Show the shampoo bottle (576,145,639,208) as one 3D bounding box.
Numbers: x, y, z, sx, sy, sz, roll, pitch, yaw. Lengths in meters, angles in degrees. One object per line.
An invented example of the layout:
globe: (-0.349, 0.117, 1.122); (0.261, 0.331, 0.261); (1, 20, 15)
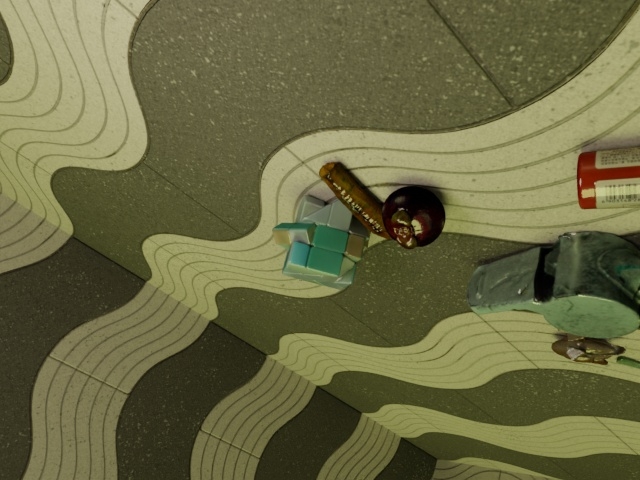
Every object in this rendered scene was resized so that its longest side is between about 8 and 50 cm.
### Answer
shampoo bottle: (0.584, -0.108, 0.769); (0.278, 0.104, 0.104); (0, 143, 35)

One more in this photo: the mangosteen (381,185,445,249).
mangosteen: (0.210, -0.047, 1.077); (0.152, 0.152, 0.152); (17, 149, 10)

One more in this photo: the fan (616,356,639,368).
fan: (0.971, 0.377, 1.364); (0.193, 0.016, 0.038); (16, 152, 14)

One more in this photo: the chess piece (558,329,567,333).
chess piece: (0.649, 0.180, 1.234); (0.060, 0.060, 0.172); (3, 142, 31)

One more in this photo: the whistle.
whistle: (0.531, 0.096, 1.065); (0.404, 0.168, 0.188); (3, 145, 30)

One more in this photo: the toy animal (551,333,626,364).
toy animal: (0.771, 0.317, 1.348); (0.188, 0.089, 0.179); (-1, 159, 35)

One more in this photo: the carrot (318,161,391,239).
carrot: (0.099, -0.096, 1.156); (0.260, 0.070, 0.070); (43, 145, -26)

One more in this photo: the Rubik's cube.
Rubik's cube: (0.000, 0.000, 1.248); (0.265, 0.213, 0.224); (15, 165, -8)
